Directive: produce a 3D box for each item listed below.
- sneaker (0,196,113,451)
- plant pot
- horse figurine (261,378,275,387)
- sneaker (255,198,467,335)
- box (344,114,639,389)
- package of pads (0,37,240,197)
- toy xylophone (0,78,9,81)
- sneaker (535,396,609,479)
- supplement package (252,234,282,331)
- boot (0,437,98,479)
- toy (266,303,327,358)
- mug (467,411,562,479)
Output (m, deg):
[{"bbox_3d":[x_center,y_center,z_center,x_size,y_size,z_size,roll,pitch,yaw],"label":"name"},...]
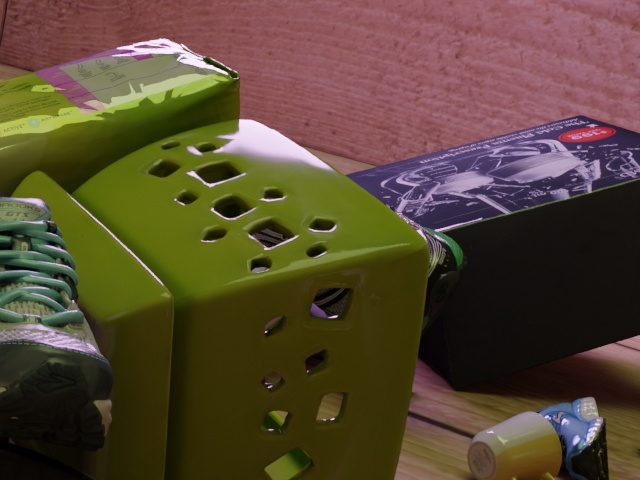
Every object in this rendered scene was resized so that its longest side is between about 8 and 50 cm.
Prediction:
[{"bbox_3d":[-0.179,0.032,0.712,0.110,0.122,0.283,16,-3,-28],"label":"sneaker"},{"bbox_3d":[-0.087,0.067,0.884,0.207,0.227,0.228,-10,30,-32],"label":"plant pot"},{"bbox_3d":[-0.187,0.100,1.112,0.263,0.066,0.174,10,5,-19],"label":"horse figurine"},{"bbox_3d":[0.000,0.000,1.322,0.343,0.134,0.146,23,-15,47],"label":"sneaker"},{"bbox_3d":[0.236,-0.003,1.545,0.343,0.179,0.312,-15,18,-14],"label":"box"},{"bbox_3d":[-0.194,-0.009,0.976,0.296,0.229,0.101,-23,40,-35],"label":"package of pads"},{"bbox_3d":[-0.358,-0.033,1.127,0.322,0.081,0.236,4,47,16],"label":"toy xylophone"},{"bbox_3d":[0.218,0.184,1.206,0.073,0.063,0.162,-4,4,5],"label":"sneaker"},{"bbox_3d":[-0.117,0.021,1.270,0.179,0.105,0.105,54,11,-1],"label":"supplement package"},{"bbox_3d":[-0.218,0.132,0.774,0.338,0.118,0.223,18,5,6],"label":"boot"},{"bbox_3d":[-0.016,0.083,1.434,0.136,0.056,0.237,6,18,-24],"label":"toy"},{"bbox_3d":[0.161,0.179,1.117,0.064,0.062,0.078,-6,12,-38],"label":"mug"}]
